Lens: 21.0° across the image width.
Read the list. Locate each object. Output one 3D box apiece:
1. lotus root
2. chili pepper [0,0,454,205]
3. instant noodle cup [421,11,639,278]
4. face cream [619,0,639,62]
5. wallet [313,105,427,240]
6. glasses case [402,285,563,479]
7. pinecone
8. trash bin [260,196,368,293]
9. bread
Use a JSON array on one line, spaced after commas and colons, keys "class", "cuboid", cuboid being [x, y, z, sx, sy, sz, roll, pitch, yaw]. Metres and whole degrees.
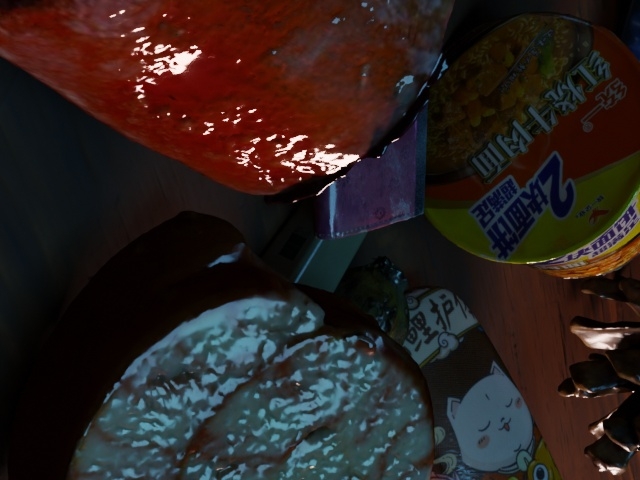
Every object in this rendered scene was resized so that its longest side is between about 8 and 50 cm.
[{"class": "lotus root", "cuboid": [0.014, 0.092, 1.420, 0.089, 0.080, 0.179, 21, 101, -54]}, {"class": "chili pepper", "cuboid": [-0.071, -0.172, 1.003, 0.305, 0.251, 0.229, 21, 53, -54]}, {"class": "instant noodle cup", "cuboid": [0.196, -0.065, 1.445, 0.213, 0.213, 0.174, -60, 153, 0]}, {"class": "face cream", "cuboid": [0.325, -0.183, 1.604, 0.149, 0.083, 0.264, -21, 130, -53]}, {"class": "wallet", "cuboid": [0.038, -0.121, 1.316, 0.119, 0.025, 0.232, -16, 114, -43]}, {"class": "glasses case", "cuboid": [0.134, 0.192, 1.516, 0.122, 0.082, 0.321, -32, 99, -33]}, {"class": "pinecone", "cuboid": [0.408, 0.101, 1.708, 0.384, 0.384, 0.384, -30, 135, -35]}, {"class": "trash bin", "cuboid": [0.000, 0.000, 1.375, 0.092, 0.043, 0.061, -58, 144, -10]}, {"class": "bread", "cuboid": [-0.070, 0.160, 1.282, 0.327, 0.114, 0.295, 34, 92, -38]}]
